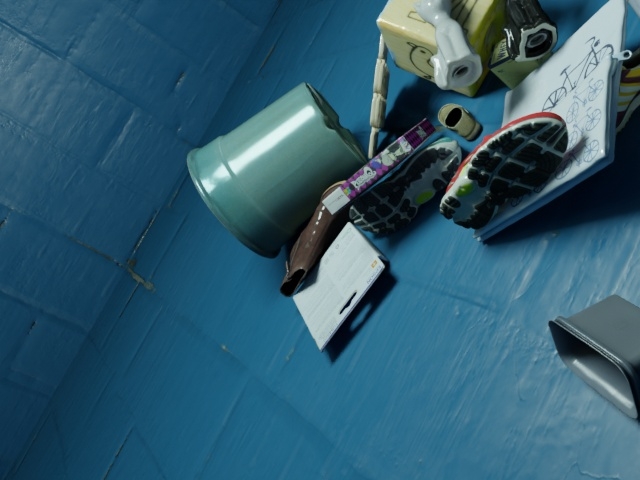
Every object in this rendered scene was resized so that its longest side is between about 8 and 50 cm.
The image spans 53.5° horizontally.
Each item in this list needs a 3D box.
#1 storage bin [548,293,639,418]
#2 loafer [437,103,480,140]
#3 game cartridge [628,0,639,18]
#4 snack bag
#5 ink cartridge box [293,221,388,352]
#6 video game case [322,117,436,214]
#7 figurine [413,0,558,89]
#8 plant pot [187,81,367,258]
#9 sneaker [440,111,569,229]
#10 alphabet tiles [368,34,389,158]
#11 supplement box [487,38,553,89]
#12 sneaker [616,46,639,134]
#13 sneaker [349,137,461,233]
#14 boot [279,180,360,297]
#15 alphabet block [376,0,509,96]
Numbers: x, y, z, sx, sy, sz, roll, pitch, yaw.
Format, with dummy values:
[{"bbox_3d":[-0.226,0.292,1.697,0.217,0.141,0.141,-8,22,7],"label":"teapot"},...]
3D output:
[{"bbox_3d":[0.353,0.130,0.742,0.091,0.098,0.135,-30,27,-6],"label":"storage bin"},{"bbox_3d":[0.278,-0.253,1.301,0.056,0.050,0.148,-52,27,11],"label":"loafer"},{"bbox_3d":[0.607,-0.454,0.958,0.294,0.060,0.196,-40,28,32],"label":"game cartridge"},{"bbox_3d":[0.362,-0.195,1.010,0.323,0.037,0.343,133,158,-63],"label":"snack bag"},{"bbox_3d":[0.046,0.098,1.331,0.223,0.045,0.224,-53,28,11],"label":"ink cartridge box"},{"bbox_3d":[0.124,-0.153,1.285,0.210,0.042,0.232,-38,2,28],"label":"video game case"},{"bbox_3d":[0.281,-0.398,1.132,0.214,0.092,0.210,-20,62,14],"label":"figurine"},{"bbox_3d":[-0.086,-0.186,1.561,0.334,0.341,0.341,-36,32,14],"label":"plant pot"},{"bbox_3d":[0.267,-0.125,0.964,0.279,0.107,0.118,-48,18,60],"label":"sneaker"},{"bbox_3d":[0.138,-0.328,1.452,0.284,0.021,0.278,-46,-38,-77],"label":"alphabet tiles"},{"bbox_3d":[0.375,-0.338,1.190,0.083,0.083,0.056,-19,46,52],"label":"supplement box"},{"bbox_3d":[0.443,-0.226,0.956,0.185,0.084,0.070,-47,29,20],"label":"sneaker"},{"bbox_3d":[0.178,-0.109,1.301,0.275,0.107,0.110,-36,14,28],"label":"sneaker"},{"bbox_3d":[0.000,0.000,1.433,0.248,0.090,0.207,-53,10,42],"label":"boot"},{"bbox_3d":[0.261,-0.443,1.292,0.197,0.192,0.193,29,89,24],"label":"alphabet block"}]
